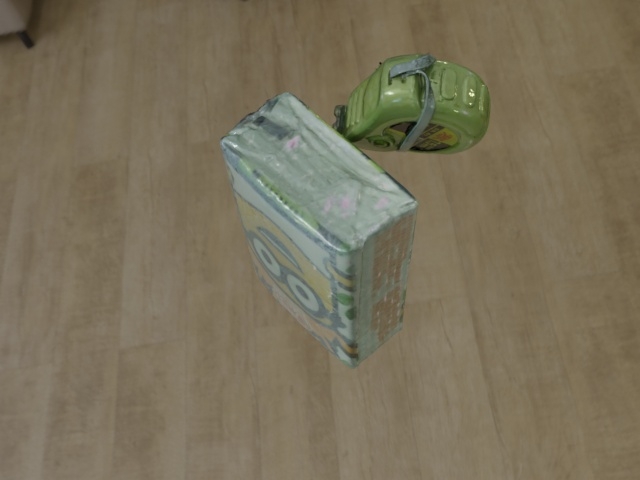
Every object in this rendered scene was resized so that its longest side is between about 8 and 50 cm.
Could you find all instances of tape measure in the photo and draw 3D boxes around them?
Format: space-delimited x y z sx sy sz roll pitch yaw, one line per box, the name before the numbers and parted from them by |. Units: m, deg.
tape measure | 0.114 -0.152 0.828 0.153 0.177 0.088 13 78 -15

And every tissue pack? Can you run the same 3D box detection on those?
tissue pack | 0.000 0.000 0.931 0.128 0.311 0.228 -37 62 -18
